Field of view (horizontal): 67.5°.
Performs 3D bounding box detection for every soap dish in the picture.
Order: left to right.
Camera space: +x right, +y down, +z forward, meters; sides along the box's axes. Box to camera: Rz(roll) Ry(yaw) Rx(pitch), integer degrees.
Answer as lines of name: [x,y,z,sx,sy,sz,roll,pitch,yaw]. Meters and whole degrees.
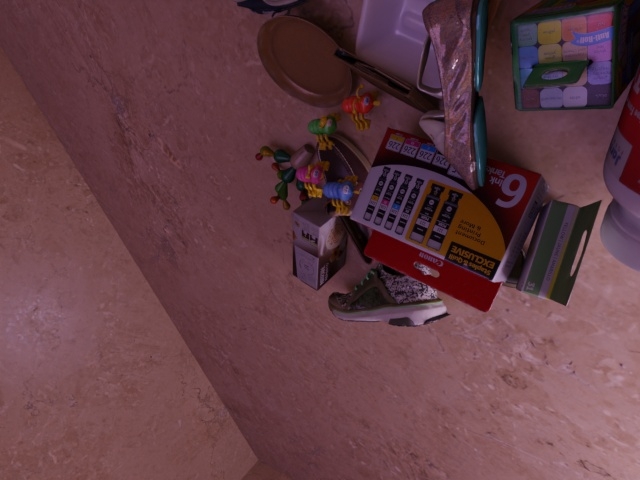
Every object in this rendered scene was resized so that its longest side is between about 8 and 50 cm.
soap dish: [0.190,-0.405,0.792,0.229,0.118,0.290,34,141,20]

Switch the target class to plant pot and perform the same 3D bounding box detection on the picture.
plant pot: [-0.031,-0.394,1.054,0.237,0.032,0.236,26,156,13]

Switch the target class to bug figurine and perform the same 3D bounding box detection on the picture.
bug figurine: [0.029,-0.199,1.043,0.216,0.072,0.278,6,81,52]

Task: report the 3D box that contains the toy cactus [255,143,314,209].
toy cactus: [-0.086,-0.191,1.294,0.180,0.112,0.218,-45,69,40]

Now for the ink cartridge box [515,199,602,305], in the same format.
ink cartridge box: [0.393,0.017,0.813,0.056,0.235,0.171,18,93,18]

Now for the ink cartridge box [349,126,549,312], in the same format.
ink cartridge box: [0.233,-0.040,0.941,0.310,0.130,0.271,25,98,31]

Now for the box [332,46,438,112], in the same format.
box: [0.129,-0.294,0.905,0.164,0.201,0.021,36,107,20]

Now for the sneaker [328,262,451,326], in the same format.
sneaker: [0.173,0.129,1.313,0.411,0.158,0.181,-6,86,51]

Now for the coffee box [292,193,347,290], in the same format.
coffee box: [0.000,0.000,1.332,0.098,0.141,0.246,30,139,26]

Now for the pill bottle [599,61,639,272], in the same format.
pill bottle: [0.504,-0.150,0.594,0.229,0.229,0.407,25,137,30]

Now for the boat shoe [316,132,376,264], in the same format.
boat shoe: [0.073,-0.096,1.183,0.123,0.123,0.341,-7,115,49]

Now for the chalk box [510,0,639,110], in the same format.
chalk box: [0.352,-0.264,0.666,0.133,0.213,0.131,11,129,40]

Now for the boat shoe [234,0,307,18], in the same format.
boat shoe: [-0.097,-0.518,1.008,0.255,0.079,0.095,19,91,43]

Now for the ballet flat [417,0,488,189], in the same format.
ballet flat: [0.211,-0.226,0.767,0.106,0.107,0.315,6,126,26]

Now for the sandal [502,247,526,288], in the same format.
sandal: [0.342,-0.001,0.999,0.303,0.120,0.086,35,130,20]
